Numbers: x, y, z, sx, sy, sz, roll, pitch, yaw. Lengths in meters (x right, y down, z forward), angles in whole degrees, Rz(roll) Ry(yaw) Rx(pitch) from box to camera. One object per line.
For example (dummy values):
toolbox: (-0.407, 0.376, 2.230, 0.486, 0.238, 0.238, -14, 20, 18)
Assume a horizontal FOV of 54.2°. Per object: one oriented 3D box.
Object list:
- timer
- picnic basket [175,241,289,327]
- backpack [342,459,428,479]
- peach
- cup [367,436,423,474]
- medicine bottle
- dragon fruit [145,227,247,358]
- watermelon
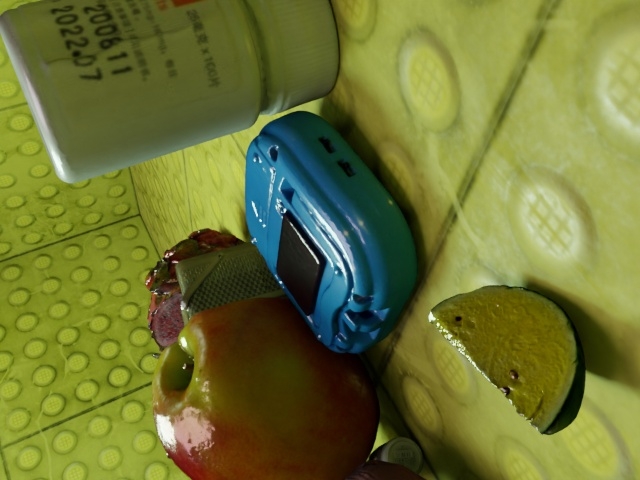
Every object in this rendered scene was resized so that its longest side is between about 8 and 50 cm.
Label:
timer: (0.000, 0.000, 0.910, 0.309, 0.115, 0.340, 52, 156, 22)
picnic basket: (-0.125, 0.107, 1.151, 0.165, 0.266, 0.139, 89, 161, -47)
backpack: (0.148, 0.444, 0.856, 0.317, 0.197, 0.283, 31, 142, 43)
peach: (-0.057, 0.275, 1.033, 0.242, 0.380, 0.306, -39, 47, 29)
cup: (0.114, 0.377, 1.029, 0.074, 0.102, 0.099, 43, 152, 13)
medicine bottle: (-0.180, -0.225, 0.792, 0.211, 0.371, 0.211, 51, 154, 37)
dragon fruit: (-0.250, 0.110, 1.478, 0.263, 0.314, 0.296, -107, 13, -49)
watermelon: (0.188, 0.088, 0.578, 0.181, 0.091, 0.075, -128, 38, -57)
